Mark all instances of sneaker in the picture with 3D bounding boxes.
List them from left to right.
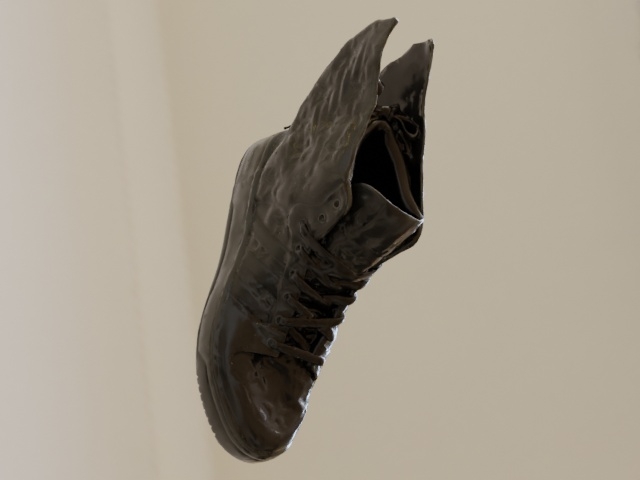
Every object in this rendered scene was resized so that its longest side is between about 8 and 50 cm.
[{"bbox_3d":[0.002,0.001,0.777,0.051,0.089,0.170,24,-117,-37],"label":"sneaker"}]
